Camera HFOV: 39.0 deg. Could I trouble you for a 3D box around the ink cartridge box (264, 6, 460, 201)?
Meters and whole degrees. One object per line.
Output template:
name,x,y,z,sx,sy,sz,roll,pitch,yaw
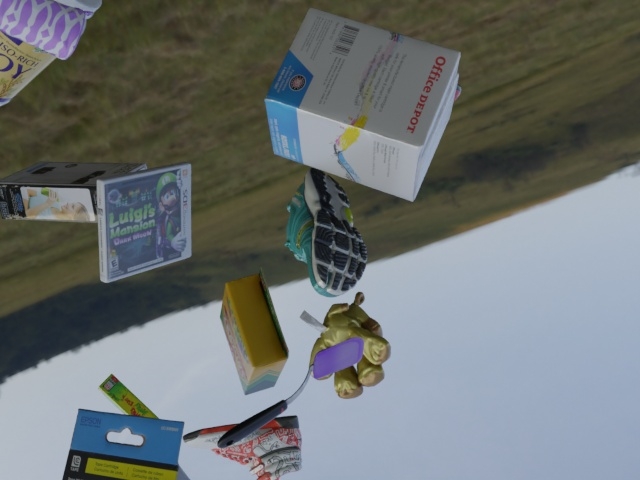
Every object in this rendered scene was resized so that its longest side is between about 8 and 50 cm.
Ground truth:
ink cartridge box,0.064,-0.195,1.318,0.168,0.233,0.171,85,27,-66

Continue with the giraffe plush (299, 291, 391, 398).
giraffe plush,0.063,0.203,1.898,0.181,0.210,0.170,-39,178,22

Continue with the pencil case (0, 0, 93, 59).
pencil case,-0.452,-0.347,1.341,0.206,0.088,0.086,25,166,-32

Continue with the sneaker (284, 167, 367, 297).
sneaker,0.000,0.000,1.457,0.110,0.107,0.275,-46,-150,26

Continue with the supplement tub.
supplement tub,-0.644,-0.461,1.880,0.331,0.241,0.241,-36,-176,19

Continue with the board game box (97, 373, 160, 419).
board game box,-0.434,0.388,2.090,0.043,0.181,0.092,-47,-178,-20

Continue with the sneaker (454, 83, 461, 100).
sneaker,0.111,-0.256,1.585,0.276,0.135,0.098,26,-171,38

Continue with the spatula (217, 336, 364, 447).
spatula,-0.044,0.242,1.439,0.296,0.084,0.030,-34,-122,-29

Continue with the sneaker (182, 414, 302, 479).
sneaker,-0.173,0.489,2.063,0.270,0.144,0.090,-7,169,-7

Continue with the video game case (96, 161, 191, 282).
video game case,-0.291,-0.034,1.514,0.022,0.173,0.190,16,-158,36

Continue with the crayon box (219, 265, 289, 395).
crayon box,-0.150,0.204,1.988,0.081,0.202,0.318,-15,161,-15

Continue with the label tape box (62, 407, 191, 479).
label tape box,-0.326,0.467,1.514,0.241,0.333,0.106,1,160,29

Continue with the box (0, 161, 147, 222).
box,-0.535,-0.108,1.968,0.290,0.087,0.169,4,-158,23
